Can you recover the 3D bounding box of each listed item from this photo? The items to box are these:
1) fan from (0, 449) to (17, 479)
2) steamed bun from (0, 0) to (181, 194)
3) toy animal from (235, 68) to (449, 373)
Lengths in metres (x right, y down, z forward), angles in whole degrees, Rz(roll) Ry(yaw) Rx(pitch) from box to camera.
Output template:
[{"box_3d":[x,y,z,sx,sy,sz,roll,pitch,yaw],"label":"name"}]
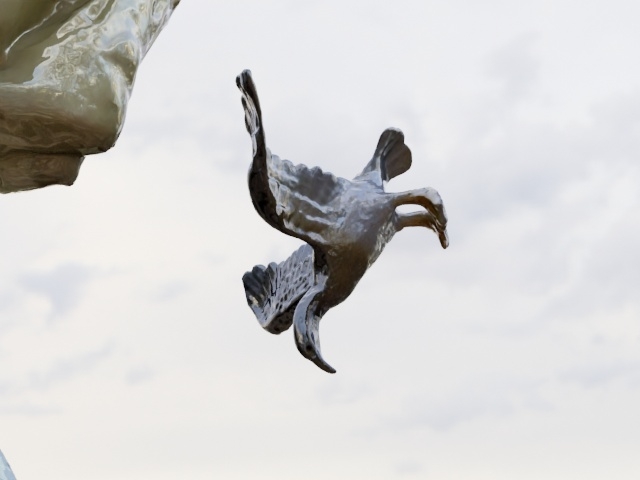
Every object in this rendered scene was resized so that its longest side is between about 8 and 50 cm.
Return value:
[{"box_3d":[-0.303,0.185,1.305,0.009,0.240,0.131,-39,-3,11],"label":"fan"},{"box_3d":[-0.185,-0.192,0.803,0.247,0.428,0.189,-31,-59,34],"label":"steamed bun"},{"box_3d":[0.016,-0.001,1.132,0.160,0.197,0.272,-21,-38,-4],"label":"toy animal"}]
